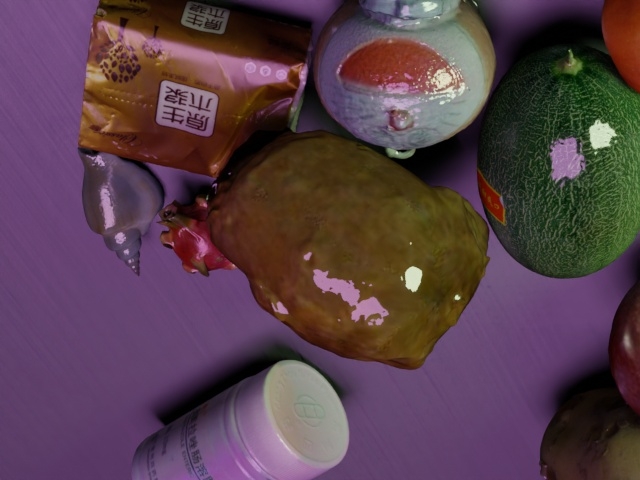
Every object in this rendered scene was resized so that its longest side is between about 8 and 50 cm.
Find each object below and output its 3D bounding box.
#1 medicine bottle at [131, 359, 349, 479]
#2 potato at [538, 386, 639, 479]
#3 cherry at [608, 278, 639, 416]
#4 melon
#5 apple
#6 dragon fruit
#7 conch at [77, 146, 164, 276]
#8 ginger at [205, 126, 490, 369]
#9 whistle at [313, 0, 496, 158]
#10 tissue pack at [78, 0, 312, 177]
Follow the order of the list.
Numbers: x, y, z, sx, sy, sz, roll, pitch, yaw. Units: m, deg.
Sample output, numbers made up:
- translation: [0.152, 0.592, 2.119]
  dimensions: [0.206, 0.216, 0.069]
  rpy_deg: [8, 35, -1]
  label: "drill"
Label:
- translation: [-0.102, 0.265, 2.075]
  dimensions: [0.152, 0.152, 0.254]
  rpy_deg: [39, 128, -24]
  label: "medicine bottle"
- translation: [0.359, 0.255, 1.933]
  dimensions: [0.165, 0.165, 0.262]
  rpy_deg: [35, 170, -21]
  label: "potato"
- translation: [0.441, 0.114, 1.804]
  dimensions: [0.239, 0.206, 0.239]
  rpy_deg: [-26, 144, -21]
  label: "cherry"
- translation: [0.248, -0.085, 1.659]
  dimensions: [0.182, 0.182, 0.287]
  rpy_deg: [4, 136, 7]
  label: "melon"
- translation: [0.343, -0.206, 1.546]
  dimensions: [0.139, 0.163, 0.163]
  rpy_deg: [-18, 128, 40]
  label: "apple"
- translation: [-0.136, -0.009, 1.871]
  dimensions: [0.086, 0.081, 0.116]
  rpy_deg: [-30, 137, 8]
  label: "dragon fruit"
- translation: [-0.226, -0.034, 1.877]
  dimensions: [0.088, 0.065, 0.180]
  rpy_deg: [-5, 123, 17]
  label: "conch"
- translation: [0.038, 0.014, 1.654]
  dimensions: [0.223, 0.200, 0.269]
  rpy_deg: [12, 163, 42]
  label: "ginger"
- translation: [0.082, -0.222, 1.584]
  dimensions: [0.189, 0.189, 0.348]
  rpy_deg: [5, 123, 6]
  label: "whistle"
- translation: [-0.130, -0.161, 1.725]
  dimensions: [0.226, 0.092, 0.183]
  rpy_deg: [14, 134, -1]
  label: "tissue pack"
